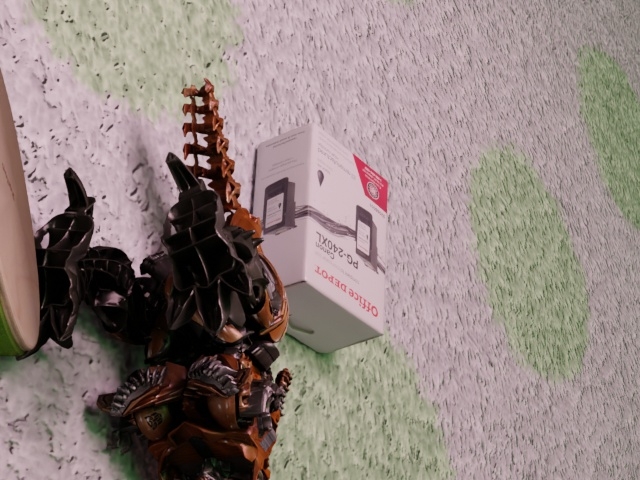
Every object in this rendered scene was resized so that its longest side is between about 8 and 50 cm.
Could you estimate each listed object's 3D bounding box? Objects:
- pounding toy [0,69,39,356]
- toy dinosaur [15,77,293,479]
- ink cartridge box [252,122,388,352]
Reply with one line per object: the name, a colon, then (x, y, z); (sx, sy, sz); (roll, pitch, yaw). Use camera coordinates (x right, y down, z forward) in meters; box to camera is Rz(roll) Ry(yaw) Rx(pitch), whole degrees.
pounding toy: (-0.225, -0.043, 0.720); (0.183, 0.110, 0.236); (-108, -170, -56)
toy dinosaur: (-0.090, 0.050, 0.896); (0.218, 0.164, 0.322); (41, 22, -60)
ink cartridge box: (0.000, 0.000, 1.090); (0.109, 0.063, 0.150); (36, 46, -43)
